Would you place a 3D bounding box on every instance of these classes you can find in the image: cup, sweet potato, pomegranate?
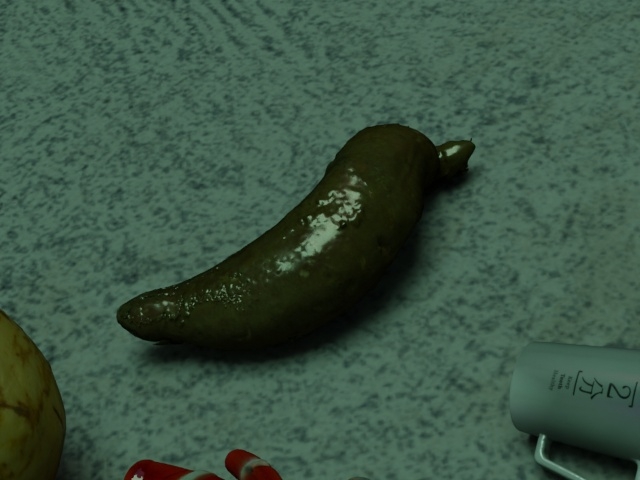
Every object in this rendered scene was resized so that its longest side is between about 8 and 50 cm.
[{"bbox_3d":[0.182,0.117,0.981,0.116,0.074,0.104,7,75,30],"label":"cup"},{"bbox_3d":[0.003,-0.001,1.141,0.310,0.098,0.124,-36,24,-18],"label":"sweet potato"},{"bbox_3d":[-0.277,0.119,1.017,0.215,0.215,0.215,-10,42,9],"label":"pomegranate"}]

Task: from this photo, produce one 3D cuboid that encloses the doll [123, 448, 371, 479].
[{"bbox_3d":[-0.035,0.192,0.962,0.245,0.076,0.142,6,47,29],"label":"doll"}]
